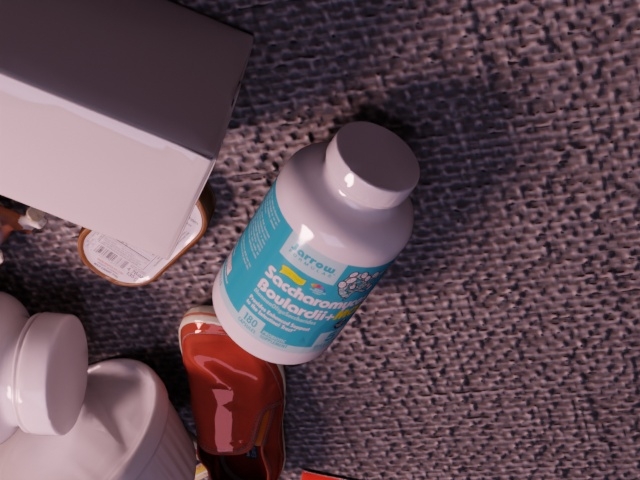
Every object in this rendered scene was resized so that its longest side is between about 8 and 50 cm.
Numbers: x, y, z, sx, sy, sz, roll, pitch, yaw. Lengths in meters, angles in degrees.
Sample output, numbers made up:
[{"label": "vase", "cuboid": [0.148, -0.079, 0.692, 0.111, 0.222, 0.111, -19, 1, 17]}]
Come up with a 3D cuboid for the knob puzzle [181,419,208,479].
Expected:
[{"label": "knob puzzle", "cuboid": [-0.251, 0.280, 1.729, 0.213, 0.030, 0.213, 6, 133, 7]}]

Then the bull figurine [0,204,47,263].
[{"label": "bull figurine", "cuboid": [-0.437, -0.074, 1.376, 0.310, 0.101, 0.188, 40, 158, -32]}]

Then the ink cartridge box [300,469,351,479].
[{"label": "ink cartridge box", "cuboid": [0.076, 0.433, 1.782, 0.239, 0.060, 0.275, 10, 134, 2]}]

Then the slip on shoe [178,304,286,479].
[{"label": "slip on shoe", "cuboid": [-0.105, 0.209, 1.583, 0.123, 0.101, 0.331, 4, 131, 11]}]

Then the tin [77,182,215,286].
[{"label": "tin", "cuboid": [-0.193, -0.015, 1.440, 0.106, 0.040, 0.189, 31, 131, -22]}]

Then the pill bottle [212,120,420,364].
[{"label": "pill bottle", "cuboid": [0.000, 0.000, 1.335, 0.146, 0.146, 0.264, 24, 133, -10]}]

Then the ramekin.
[{"label": "ramekin", "cuboid": [-0.270, 0.281, 1.568, 0.273, 0.273, 0.127, -19, 125, 27]}]

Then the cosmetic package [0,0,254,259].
[{"label": "cosmetic package", "cuboid": [-0.266, -0.155, 1.218, 0.365, 0.197, 0.155, 24, 133, -8]}]

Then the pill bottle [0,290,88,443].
[{"label": "pill bottle", "cuboid": [-0.454, 0.146, 1.539, 0.334, 0.188, 0.188, 3, 133, 9]}]
